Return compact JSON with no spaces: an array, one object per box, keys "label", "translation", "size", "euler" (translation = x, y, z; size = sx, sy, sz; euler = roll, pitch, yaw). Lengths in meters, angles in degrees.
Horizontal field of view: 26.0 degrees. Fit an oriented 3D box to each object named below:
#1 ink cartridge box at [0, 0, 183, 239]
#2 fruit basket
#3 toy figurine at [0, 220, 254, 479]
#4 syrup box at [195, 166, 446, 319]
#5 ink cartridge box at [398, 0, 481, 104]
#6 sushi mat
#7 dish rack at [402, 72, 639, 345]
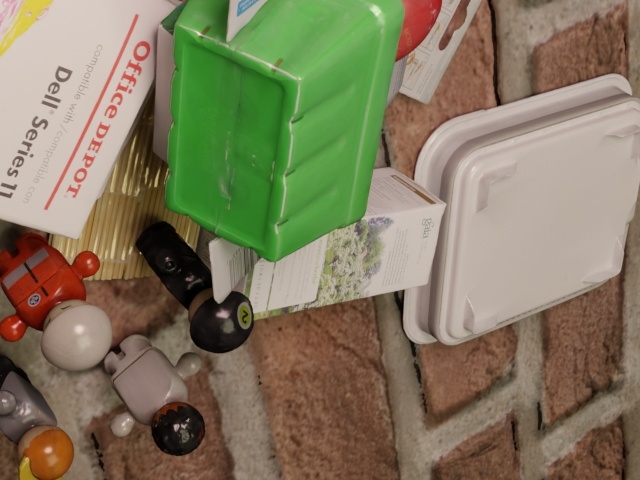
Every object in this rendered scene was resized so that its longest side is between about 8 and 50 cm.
[{"label":"ink cartridge box","translation":[-0.246,-0.133,1.033],"size":[0.353,0.119,0.207],"euler":[18,103,-42]},{"label":"fruit basket","translation":[0.003,-0.166,1.129],"size":[0.327,0.165,0.353],"euler":[99,17,-45]},{"label":"toy figurine","translation":[-0.180,0.102,1.205],"size":[0.213,0.148,0.209],"euler":[-4,126,-37]},{"label":"syrup box","translation":[0.000,0.000,1.355],"size":[0.237,0.096,0.093],"euler":[-11,124,-37]},{"label":"ink cartridge box","translation":[0.070,-0.243,1.311],"size":[0.232,0.066,0.189],"euler":[12,107,-61]},{"label":"sushi mat","translation":[-0.149,-0.110,1.215],"size":[0.151,0.019,0.316],"euler":[-3,117,-39]},{"label":"dish rack","translation":[0.247,-0.025,1.573],"size":[0.333,0.072,0.285],"euler":[-19,126,-33]}]
